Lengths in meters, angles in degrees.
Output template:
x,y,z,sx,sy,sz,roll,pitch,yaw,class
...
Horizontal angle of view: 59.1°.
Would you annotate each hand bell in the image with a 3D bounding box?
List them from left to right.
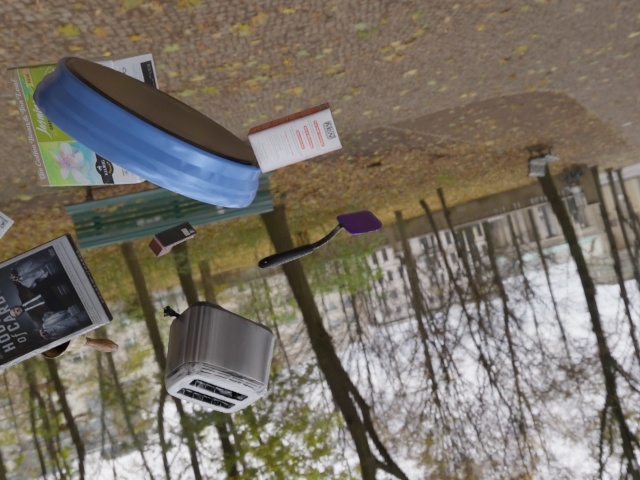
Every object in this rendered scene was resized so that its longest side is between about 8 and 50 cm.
x,y,z,sx,sy,sz,roll,pitch,yaw,class
-0.681,0.294,1.649,0.126,0.126,0.242,-15,158,18,hand bell

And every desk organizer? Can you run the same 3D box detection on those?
x,y,z,sx,sy,sz,roll,pitch,yaw,class
-0.413,-0.004,1.581,0.050,0.047,0.130,-47,170,36,desk organizer

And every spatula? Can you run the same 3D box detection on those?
x,y,z,sx,sy,sz,roll,pitch,yaw,class
0.000,0.000,1.235,0.296,0.030,0.084,-25,-137,-15,spatula

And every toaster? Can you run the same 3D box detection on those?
x,y,z,sx,sy,sz,roll,pitch,yaw,class
-0.189,0.212,1.025,0.226,0.147,0.129,31,128,-32,toaster

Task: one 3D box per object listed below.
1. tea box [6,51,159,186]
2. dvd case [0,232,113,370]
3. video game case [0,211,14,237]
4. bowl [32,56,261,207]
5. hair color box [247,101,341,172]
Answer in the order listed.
x,y,z,sx,sy,sz,roll,pitch,yaw,class
-0.632,-0.340,1.589,0.323,0.329,0.220,-1,-157,14,tea box
-0.526,0.115,1.025,0.238,0.179,0.029,-24,-171,-1,dvd case
-0.692,-0.022,1.076,0.019,0.143,0.157,22,160,30,video game case
-0.274,-0.191,0.968,0.077,0.391,0.391,-59,164,13,bowl
-0.042,-0.169,0.934,0.141,0.072,0.043,-16,-154,8,hair color box
